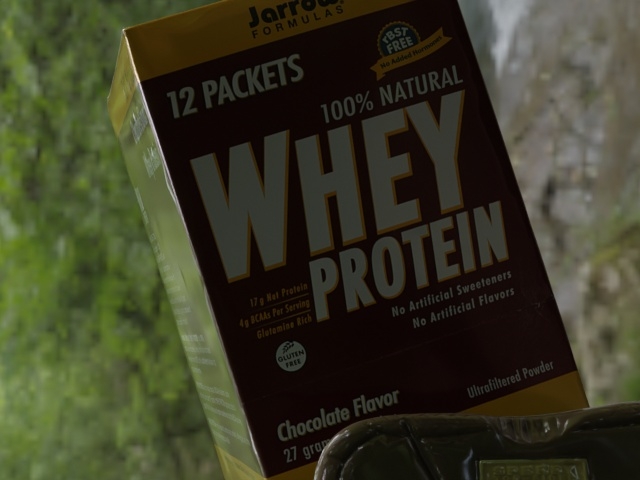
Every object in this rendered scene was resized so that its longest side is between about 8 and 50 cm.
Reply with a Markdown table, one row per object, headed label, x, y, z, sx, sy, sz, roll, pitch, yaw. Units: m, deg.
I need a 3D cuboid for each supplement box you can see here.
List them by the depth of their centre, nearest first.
| label | x | y | z | sx | sy | sz | roll | pitch | yaw |
| --- | --- | --- | --- | --- | --- | --- | --- | --- | --- |
| supplement box | 0.000 | 0.000 | 0.675 | 0.191 | 0.129 | 0.194 | 160 | 92 | -80 |

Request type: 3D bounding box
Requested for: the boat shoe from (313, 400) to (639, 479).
| label | x | y | z | sx | sy | sz | roll | pitch | yaw |
| --- | --- | --- | --- | --- | --- | --- | --- | --- | --- |
| boat shoe | 0.091 | 0.092 | 0.537 | 0.072 | 0.190 | 0.068 | 96 | -179 | -66 |
